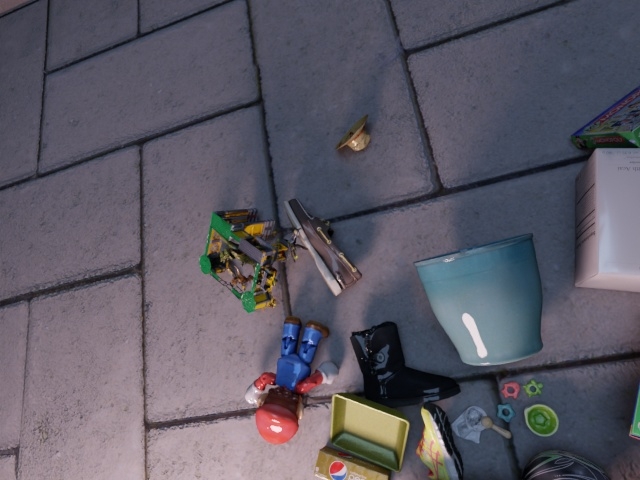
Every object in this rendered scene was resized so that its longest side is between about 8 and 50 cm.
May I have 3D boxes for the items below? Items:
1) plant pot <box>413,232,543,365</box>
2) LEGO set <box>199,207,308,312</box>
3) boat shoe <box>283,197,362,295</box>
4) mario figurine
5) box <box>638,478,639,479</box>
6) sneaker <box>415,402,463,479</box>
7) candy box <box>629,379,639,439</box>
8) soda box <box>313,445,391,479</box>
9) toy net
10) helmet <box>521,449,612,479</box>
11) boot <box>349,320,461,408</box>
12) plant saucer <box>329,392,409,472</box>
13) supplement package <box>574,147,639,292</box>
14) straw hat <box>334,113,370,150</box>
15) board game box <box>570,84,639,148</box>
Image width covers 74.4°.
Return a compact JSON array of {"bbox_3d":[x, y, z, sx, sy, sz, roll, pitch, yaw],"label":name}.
[{"bbox_3d":[0.382,0.140,0.979,0.272,0.271,0.255,-15,86,13],"label":"plant pot"},{"bbox_3d":[-0.189,0.045,1.244,0.331,0.192,0.255,24,112,38],"label":"LEGO set"},{"bbox_3d":[0.000,0.000,1.210,0.097,0.116,0.324,-30,66,-5],"label":"boat shoe"},{"bbox_3d":[-0.078,0.379,1.140,0.198,0.170,0.320,-12,54,52],"label":"mario figurine"},{"bbox_3d":[0.585,0.577,0.784,0.307,0.242,0.076,-47,32,1],"label":"box"},{"bbox_3d":[0.260,0.475,0.976,0.094,0.081,0.208,-15,98,27],"label":"sneaker"},{"bbox_3d":[0.781,0.274,0.803,0.268,0.122,0.317,21,76,-1],"label":"candy box"},{"bbox_3d":[0.080,0.574,1.043,0.181,0.058,0.061,11,79,20],"label":"soda box"},{"bbox_3d":[0.421,0.406,0.992,0.232,0.045,0.122,-16,70,13],"label":"toy net"},{"bbox_3d":[0.510,0.519,0.868,0.169,0.169,0.161,25,100,22],"label":"helmet"},{"bbox_3d":[0.204,0.304,1.062,0.246,0.094,0.207,-16,74,19],"label":"boot"},{"bbox_3d":[0.120,0.457,1.032,0.188,0.045,0.188,13,120,20],"label":"plant saucer"},{"bbox_3d":[0.702,-0.041,0.962,0.177,0.175,0.293,4,76,17],"label":"supplement package"},{"bbox_3d":[0.114,-0.310,1.286,0.061,0.144,0.144,42,90,-15],"label":"straw hat"},{"bbox_3d":[0.804,-0.334,1.003,0.317,0.213,0.046,-37,102,4],"label":"board game box"}]
